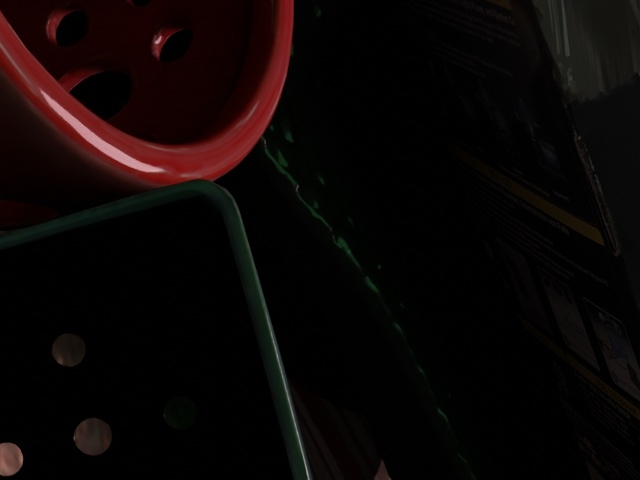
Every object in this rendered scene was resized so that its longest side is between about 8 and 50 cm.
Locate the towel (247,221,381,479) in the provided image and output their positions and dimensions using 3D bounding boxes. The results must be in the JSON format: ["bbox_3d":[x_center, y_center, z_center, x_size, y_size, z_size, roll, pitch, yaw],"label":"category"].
[{"bbox_3d":[0.003,0.036,0.833,0.144,0.029,0.197,63,29,-23],"label":"towel"}]

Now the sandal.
[{"bbox_3d":[0.000,0.002,0.724,0.445,0.107,0.167,66,29,-13],"label":"sandal"}]

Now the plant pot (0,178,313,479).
[{"bbox_3d":[-0.079,0.080,0.447,0.234,0.165,0.165,-99,174,-87],"label":"plant pot"}]

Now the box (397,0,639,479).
[{"bbox_3d":[0.123,-0.032,0.810,0.318,0.097,0.395,66,-5,-19],"label":"box"}]

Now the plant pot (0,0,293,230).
[{"bbox_3d":[-0.126,-0.091,0.451,0.191,0.174,0.191,37,48,-55],"label":"plant pot"}]

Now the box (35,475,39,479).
[{"bbox_3d":[-0.090,0.124,0.609,0.083,0.018,0.067,16,65,-61],"label":"box"}]
